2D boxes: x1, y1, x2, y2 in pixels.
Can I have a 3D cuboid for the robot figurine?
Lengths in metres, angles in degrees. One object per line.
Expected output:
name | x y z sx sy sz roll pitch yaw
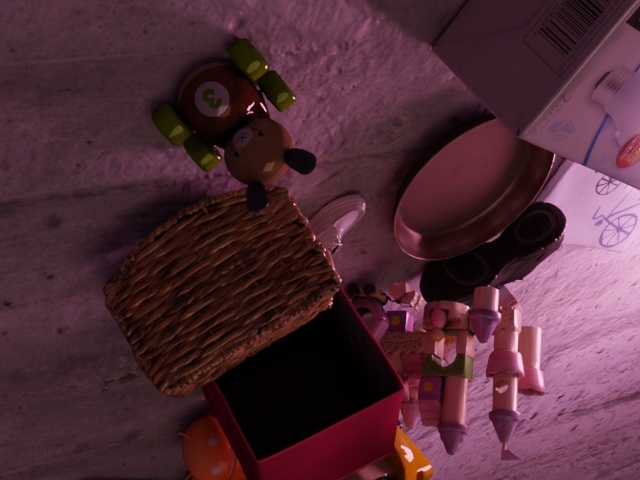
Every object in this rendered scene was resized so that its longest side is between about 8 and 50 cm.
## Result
robot figurine | -0.152 0.368 1.897 0.219 0.128 0.158 -5 135 -35

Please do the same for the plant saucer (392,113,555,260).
plant saucer | 0.243 -0.094 1.739 0.310 0.050 0.311 -22 144 -17

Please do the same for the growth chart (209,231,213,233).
growth chart | -0.175 0.068 1.617 0.172 0.021 0.237 -35 146 -1

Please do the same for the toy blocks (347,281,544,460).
toy blocks | 0.212 0.242 1.842 0.288 0.260 0.309 -3 157 28

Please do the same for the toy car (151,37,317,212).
toy car | -0.088 -0.123 1.311 0.155 0.188 0.149 -39 145 6

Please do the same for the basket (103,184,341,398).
basket | -0.145 0.065 1.506 0.299 0.213 0.223 -32 173 -7

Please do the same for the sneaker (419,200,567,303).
sneaker | 0.315 0.045 1.902 0.286 0.109 0.130 -26 153 7

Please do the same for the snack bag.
snack bag | 0.539 -0.107 1.973 0.342 0.037 0.323 5 130 -36

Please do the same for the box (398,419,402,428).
box | 0.035 0.440 2.159 0.184 0.103 0.261 -15 141 -30

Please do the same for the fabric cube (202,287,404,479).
fabric cube | -0.039 0.245 1.716 0.254 0.259 0.258 -25 151 -14

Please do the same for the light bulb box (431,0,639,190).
light bulb box | 0.421 -0.297 1.489 0.361 0.225 0.358 13 124 -45

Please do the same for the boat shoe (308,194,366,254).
boat shoe | 0.000 0.000 1.639 0.184 0.063 0.066 -31 145 -4

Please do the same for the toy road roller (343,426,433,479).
toy road roller | 0.062 0.469 1.965 0.240 0.202 0.329 -12 140 -47

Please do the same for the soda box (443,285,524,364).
soda box | 0.304 0.163 2.081 0.183 0.063 0.058 -35 146 3

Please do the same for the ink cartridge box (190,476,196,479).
ink cartridge box | -0.197 0.547 2.055 0.165 0.065 0.333 5 117 -35
